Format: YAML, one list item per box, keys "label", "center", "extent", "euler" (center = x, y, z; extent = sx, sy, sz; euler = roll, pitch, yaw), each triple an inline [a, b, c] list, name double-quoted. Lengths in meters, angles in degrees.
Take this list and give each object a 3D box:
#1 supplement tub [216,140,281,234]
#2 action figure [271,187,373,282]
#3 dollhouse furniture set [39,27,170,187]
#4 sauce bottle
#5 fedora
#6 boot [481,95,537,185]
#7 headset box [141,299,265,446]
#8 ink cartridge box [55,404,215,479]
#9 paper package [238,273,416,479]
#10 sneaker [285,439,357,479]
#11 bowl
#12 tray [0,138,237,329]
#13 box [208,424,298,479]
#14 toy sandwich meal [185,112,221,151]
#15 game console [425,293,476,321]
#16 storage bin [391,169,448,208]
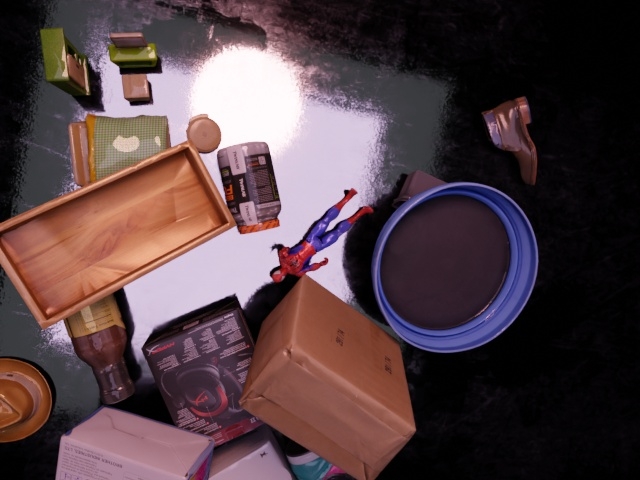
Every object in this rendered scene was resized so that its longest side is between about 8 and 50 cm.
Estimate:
- label: "supplement tub"
  center: [-0.152, -0.114, 1.099]
  extent: [0.117, 0.117, 0.190]
  euler: [-12, 94, -10]
- label: "action figure"
  center: [0.000, 0.000, 1.129]
  extent: [0.280, 0.139, 0.091]
  euler: [-42, 98, -4]
- label: "dollhouse furniture set"
  center: [-0.420, -0.255, 1.021]
  extent: [0.198, 0.151, 0.301]
  euler: [-6, 94, -11]
- label: "sauce bottle"
  center: [-0.477, 0.171, 1.056]
  extent: [0.112, 0.111, 0.343]
  euler: [-15, 97, -10]
- label: "fedora"
  center: [-0.669, 0.342, 1.042]
  extent: [0.195, 0.079, 0.194]
  euler: [-1, 93, -12]
- label: "boot"
  center: [0.470, -0.236, 1.249]
  extent: [0.106, 0.082, 0.219]
  euler: [-11, 100, 12]
- label: "headset box"
  center: [-0.228, 0.312, 1.109]
  extent: [0.218, 0.110, 0.293]
  euler: [-23, 97, -9]
- label: "ink cartridge box"
  center: [-0.388, 0.573, 1.011]
  extent: [0.270, 0.151, 0.394]
  euler: [13, 97, 11]
- label: "paper package"
  center: [0.021, 0.267, 1.033]
  extent: [0.310, 0.324, 0.168]
  euler: [37, 106, -11]
- label: "sneaker"
  center: [0.079, 0.511, 1.175]
  extent: [0.296, 0.124, 0.178]
  euler: [-17, 101, -15]
- label: "bowl"
  center: [0.299, 0.061, 1.143]
  extent: [0.392, 0.077, 0.390]
  euler: [-3, 103, -11]
- label: "tray"
  center: [-0.397, -0.023, 0.998]
  extent: [0.411, 0.076, 0.202]
  euler: [-31, 102, -23]
- label: "box"
  center: [-0.156, 0.546, 1.132]
  extent: [0.182, 0.119, 0.180]
  euler: [-29, 97, -8]
- label: "toy sandwich meal"
  center: [-0.261, -0.238, 1.118]
  extent: [0.086, 0.029, 0.085]
  euler: [-3, 99, -21]
- label: "game console"
  center: [0.338, 0.109, 1.217]
  extent: [0.124, 0.085, 0.143]
  euler: [28, 88, 15]
- label: "storage bin"
  center: [0.253, -0.106, 1.196]
  extent: [0.135, 0.098, 0.090]
  euler: [22, 78, -11]
